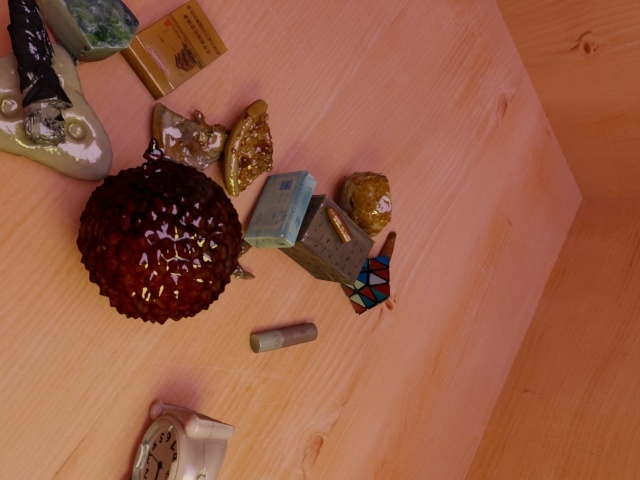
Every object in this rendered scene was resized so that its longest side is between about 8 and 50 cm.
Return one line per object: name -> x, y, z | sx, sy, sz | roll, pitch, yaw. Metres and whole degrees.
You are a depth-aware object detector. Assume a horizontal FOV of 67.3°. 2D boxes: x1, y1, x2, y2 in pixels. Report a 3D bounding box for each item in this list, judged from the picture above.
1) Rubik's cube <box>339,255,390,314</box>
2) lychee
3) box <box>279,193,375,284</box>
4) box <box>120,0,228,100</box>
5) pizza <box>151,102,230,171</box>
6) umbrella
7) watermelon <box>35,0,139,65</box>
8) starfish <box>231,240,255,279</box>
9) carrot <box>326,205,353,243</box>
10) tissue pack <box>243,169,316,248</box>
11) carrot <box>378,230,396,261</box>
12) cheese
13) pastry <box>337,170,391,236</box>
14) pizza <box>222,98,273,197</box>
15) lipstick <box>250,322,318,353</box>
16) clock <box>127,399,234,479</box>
Rubik's cube -> 0.230, 0.166, 1.877 | 0.250, 0.234, 0.284 | -32, 114, -15
lychee -> -0.415, -0.022, 1.257 | 0.425, 0.425, 0.499 | -18, 118, -37
box -> 0.000, 0.000, 1.717 | 0.297, 0.225, 0.190 | 42, 67, -32
box -> -0.430, -0.567, 1.422 | 0.274, 0.076, 0.174 | -48, 119, -26
pizza -> -0.379, -0.307, 1.485 | 0.297, 0.071, 0.189 | 11, 83, -45
umbrella -> -0.636, -0.395, 1.086 | 0.106, 0.113, 0.357 | -9, 94, -19
watermelon -> -0.610, -0.568, 1.262 | 0.320, 0.213, 0.289 | 34, 28, 3
starfish -> -0.299, 0.054, 1.581 | 0.236, 0.062, 0.277 | 24, 71, -36
carrot -> 0.058, -0.054, 1.589 | 0.048, 0.048, 0.139 | -44, 115, -28
tissue pack -> -0.132, -0.101, 1.607 | 0.089, 0.177, 0.263 | 43, 55, -44
carrot -> 0.285, 0.050, 2.069 | 0.061, 0.061, 0.209 | 38, 66, -34
cheese -> -0.719, -0.276, 1.171 | 0.328, 0.130, 0.351 | -30, 110, -36
pastry -> 0.154, -0.141, 1.841 | 0.170, 0.237, 0.256 | 6, 91, -21
pizza -> -0.218, -0.290, 1.577 | 0.226, 0.086, 0.335 | 28, 75, -55
lipstick -> -0.129, 0.350, 1.737 | 0.254, 0.070, 0.070 | -4, 95, -39
clock -> -0.414, 0.653, 1.366 | 0.184, 0.342, 0.325 | 30, 66, -31
